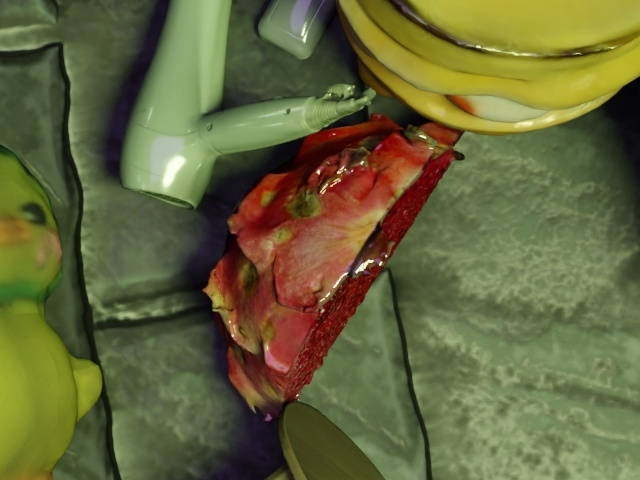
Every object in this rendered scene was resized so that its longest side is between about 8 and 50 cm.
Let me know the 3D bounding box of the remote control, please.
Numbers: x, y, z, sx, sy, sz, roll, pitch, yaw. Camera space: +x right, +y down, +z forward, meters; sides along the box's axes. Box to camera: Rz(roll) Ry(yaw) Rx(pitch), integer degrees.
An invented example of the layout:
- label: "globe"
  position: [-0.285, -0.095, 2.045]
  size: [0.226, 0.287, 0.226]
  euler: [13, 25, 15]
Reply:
- label: "remote control"
  position: [0.012, -0.233, 1.128]
  size: [0.050, 0.027, 0.184]
  euler: [29, 89, 7]

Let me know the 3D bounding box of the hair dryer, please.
- label: "hair dryer"
  position: [-0.046, -0.125, 1.059]
  size: [0.237, 0.075, 0.206]
  euler: [6, 81, 43]

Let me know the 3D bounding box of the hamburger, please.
- label: "hamburger"
  position: [0.136, -0.197, 1.006]
  size: [0.276, 0.237, 0.276]
  euler: [0, 71, -1]

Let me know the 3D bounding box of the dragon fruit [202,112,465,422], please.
- label: "dragon fruit"
  position: [-0.009, -0.006, 1.048]
  size: [0.126, 0.161, 0.274]
  euler: [34, 92, 5]

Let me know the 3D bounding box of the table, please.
- label: "table"
  position: [-0.057, 0.252, 1.050]
  size: [0.226, 0.167, 0.167]
  euler: [-39, 83, 12]

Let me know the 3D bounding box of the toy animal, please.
- label: "toy animal"
  position: [-0.283, 0.088, 1.061]
  size: [0.191, 0.216, 0.338]
  euler: [-16, 81, 32]
